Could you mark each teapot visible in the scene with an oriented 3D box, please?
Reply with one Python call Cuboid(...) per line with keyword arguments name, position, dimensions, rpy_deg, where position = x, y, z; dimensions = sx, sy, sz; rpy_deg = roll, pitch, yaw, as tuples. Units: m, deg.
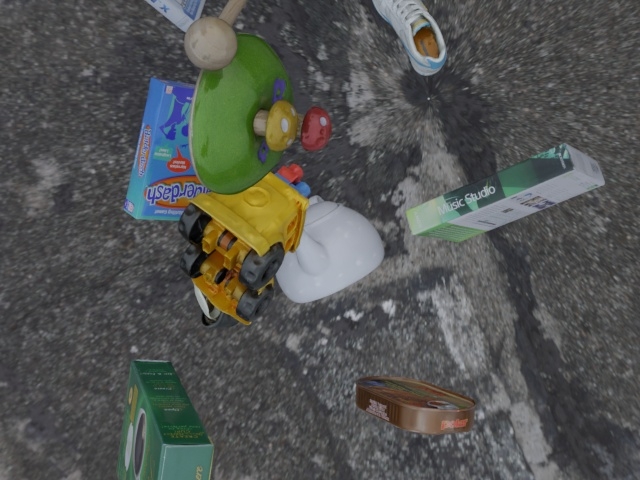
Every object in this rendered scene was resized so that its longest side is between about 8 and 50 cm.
Cuboid(name="teapot", position=(0.000, 0.000, 1.766), dimensions=(0.252, 0.256, 0.187), rpy_deg=(-31, 99, -30))

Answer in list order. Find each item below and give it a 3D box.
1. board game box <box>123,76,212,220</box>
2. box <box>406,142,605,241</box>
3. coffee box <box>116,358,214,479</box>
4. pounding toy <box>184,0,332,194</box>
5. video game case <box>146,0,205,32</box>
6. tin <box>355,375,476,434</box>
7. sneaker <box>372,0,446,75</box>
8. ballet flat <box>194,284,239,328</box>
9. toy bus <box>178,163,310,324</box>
Cuboid(name="board game box", position=(-0.205, -0.135, 1.306), dimensions=(0.047, 0.160, 0.210), rpy_deg=(31, 112, 43))
Cuboid(name="box", position=(0.350, -0.082, 1.592), dimensions=(0.322, 0.232, 0.058), rpy_deg=(-25, 74, 27))
Cuboid(name="coffee box", position=(-0.130, 0.178, 0.684), dimensions=(0.040, 0.184, 0.113), rpy_deg=(6, 98, -21))
Cuboid(name="pounding toy", position=(-0.055, -0.152, 0.921), dimensions=(0.110, 0.183, 0.237), rpy_deg=(13, 133, 19))
Cuboid(name="video game case", position=(-0.284, -0.540, 1.358), dimensions=(0.036, 0.329, 0.300), rpy_deg=(-24, 133, 39))
Cuboid(name="tin", position=(0.117, 0.205, 1.063), dimensions=(0.106, 0.189, 0.040), rpy_deg=(-2, 94, -26))
Cuboid(name="sneaker", position=(0.176, -0.434, 1.637), dimensions=(0.087, 0.092, 0.229), rpy_deg=(-33, 91, -3))
Cuboid(name="ballet flat", position=(-0.188, 0.053, 1.584), dimensions=(0.095, 0.096, 0.280), rpy_deg=(31, 129, 42))
Cuboid(name="toy bus", position=(-0.094, -0.012, 1.272), dimensions=(0.149, 0.211, 0.220), rpy_deg=(35, 146, 16))
